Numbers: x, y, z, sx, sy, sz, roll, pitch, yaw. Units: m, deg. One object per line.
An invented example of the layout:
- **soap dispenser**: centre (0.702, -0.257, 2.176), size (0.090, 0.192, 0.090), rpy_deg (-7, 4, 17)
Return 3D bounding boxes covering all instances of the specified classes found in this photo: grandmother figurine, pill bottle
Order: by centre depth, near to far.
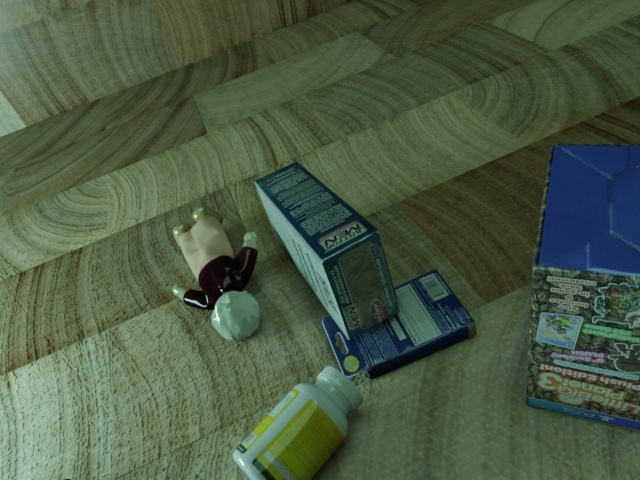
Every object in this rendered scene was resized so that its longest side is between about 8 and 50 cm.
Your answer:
- **pill bottle**: centre (-0.026, 0.270, 0.689), size (0.103, 0.103, 0.184), rpy_deg (27, 58, 39)
- **grandmother figurine**: centre (-0.203, 0.062, 0.988), size (0.208, 0.104, 0.342), rpy_deg (-45, 44, 11)

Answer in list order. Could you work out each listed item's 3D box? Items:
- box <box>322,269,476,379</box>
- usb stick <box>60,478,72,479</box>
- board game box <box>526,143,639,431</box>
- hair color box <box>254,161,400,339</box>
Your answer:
- **box**: centre (0.126, 0.143, 0.820), size (0.225, 0.037, 0.136), rpy_deg (-22, 41, -4)
- **usb stick**: centre (-0.499, 0.425, 0.736), size (0.277, 0.045, 0.077), rpy_deg (-14, 49, 5)
- **board game box**: centre (0.358, 0.059, 0.635), size (0.140, 0.291, 0.232), rpy_deg (6, 46, 26)
- **hair color box**: centre (0.000, 0.000, 0.886), size (0.105, 0.174, 0.347), rpy_deg (-27, 34, -10)
